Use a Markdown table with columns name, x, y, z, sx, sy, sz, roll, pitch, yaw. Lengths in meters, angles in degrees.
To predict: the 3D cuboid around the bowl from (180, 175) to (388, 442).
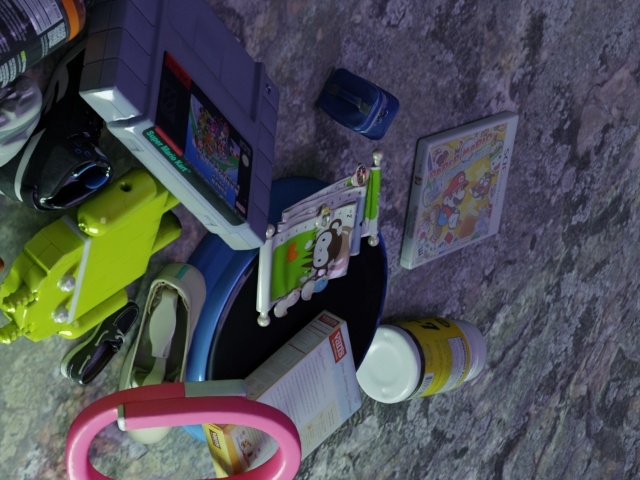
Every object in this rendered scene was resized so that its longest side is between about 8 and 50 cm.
| name | x | y | z | sx | sy | sz | roll | pitch | yaw |
| --- | --- | --- | --- | --- | --- | --- | --- | --- | --- |
| bowl | -0.051 | 0.107 | 2.059 | 0.391 | 0.077 | 0.391 | -30 | 133 | -38 |

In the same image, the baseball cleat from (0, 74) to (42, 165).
| name | x | y | z | sx | sy | sz | roll | pitch | yaw |
| --- | --- | --- | --- | --- | --- | --- | --- | --- | --- |
| baseball cleat | -0.368 | -0.090 | 1.534 | 0.206 | 0.072 | 0.109 | -27 | 157 | -20 |

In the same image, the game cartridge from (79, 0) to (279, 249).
| name | x | y | z | sx | sy | sz | roll | pitch | yaw |
| --- | --- | --- | --- | --- | --- | --- | --- | --- | --- |
| game cartridge | -0.142 | -0.161 | 1.692 | 0.355 | 0.068 | 0.230 | 48 | 35 | -53 |

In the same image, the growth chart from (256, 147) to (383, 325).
| name | x | y | z | sx | sy | sz | roll | pitch | yaw |
| --- | --- | --- | --- | --- | --- | --- | --- | --- | --- |
| growth chart | 0.000 | 0.000 | 1.971 | 0.237 | 0.021 | 0.172 | -34 | 136 | -34 |

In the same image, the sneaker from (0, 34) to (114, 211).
| name | x | y | z | sx | sy | sz | roll | pitch | yaw |
| --- | --- | --- | --- | --- | --- | --- | --- | --- | --- |
| sneaker | -0.246 | -0.119 | 1.625 | 0.217 | 0.121 | 0.079 | -55 | 145 | -11 |

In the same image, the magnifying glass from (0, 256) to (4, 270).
| name | x | y | z | sx | sy | sz | roll | pitch | yaw |
| --- | --- | --- | --- | --- | --- | --- | --- | --- | --- |
| magnifying glass | -0.415 | 0.088 | 1.587 | 0.231 | 0.092 | 0.026 | -46 | 139 | -39 |

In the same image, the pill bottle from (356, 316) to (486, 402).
| name | x | y | z | sx | sy | sz | roll | pitch | yaw |
| --- | --- | --- | --- | --- | --- | --- | --- | --- | --- |
| pill bottle | 0.157 | 0.178 | 2.332 | 0.208 | 0.119 | 0.119 | -4 | 115 | -51 |

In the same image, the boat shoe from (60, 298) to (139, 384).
| name | x | y | z | sx | sy | sz | roll | pitch | yaw |
| --- | --- | --- | --- | --- | --- | --- | --- | --- | --- |
| boat shoe | -0.258 | 0.123 | 1.837 | 0.125 | 0.038 | 0.046 | -45 | 140 | -24 |

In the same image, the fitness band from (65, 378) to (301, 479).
| name | x | y | z | sx | sy | sz | roll | pitch | yaw |
| --- | --- | --- | --- | --- | --- | --- | --- | --- | --- |
| fitness band | -0.168 | 0.264 | 1.884 | 0.290 | 0.054 | 0.209 | -3 | 131 | -7 |

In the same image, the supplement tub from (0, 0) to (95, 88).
| name | x | y | z | sx | sy | sz | roll | pitch | yaw |
| --- | --- | --- | --- | --- | --- | --- | --- | --- | --- |
| supplement tub | -0.305 | -0.220 | 1.500 | 0.198 | 0.106 | 0.106 | -41 | 139 | -29 |

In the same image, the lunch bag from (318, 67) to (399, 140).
| name | x | y | z | sx | sy | sz | roll | pitch | yaw |
| --- | --- | --- | --- | --- | --- | --- | --- | --- | --- |
| lunch bag | 0.050 | -0.176 | 1.985 | 0.065 | 0.098 | 0.067 | 19 | 102 | -52 |

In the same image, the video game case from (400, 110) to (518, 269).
| name | x | y | z | sx | sy | sz | roll | pitch | yaw |
| --- | --- | --- | --- | --- | --- | --- | --- | --- | --- |
| video game case | 0.213 | -0.078 | 2.318 | 0.227 | 0.026 | 0.206 | -20 | 127 | -44 |

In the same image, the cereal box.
| name | x | y | z | sx | sy | sz | roll | pitch | yaw |
| --- | --- | --- | --- | --- | --- | --- | --- | --- | --- |
| cereal box | -0.047 | 0.227 | 2.032 | 0.240 | 0.047 | 0.173 | -40 | 138 | -30 |

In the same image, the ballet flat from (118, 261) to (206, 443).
| name | x | y | z | sx | sy | sz | roll | pitch | yaw |
| --- | --- | --- | --- | --- | --- | --- | --- | --- | --- |
| ballet flat | -0.201 | 0.147 | 1.877 | 0.086 | 0.086 | 0.248 | -6 | 113 | -50 |

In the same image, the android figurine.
| name | x | y | z | sx | sy | sz | roll | pitch | yaw |
| --- | --- | --- | --- | --- | --- | --- | --- | --- | --- |
| android figurine | -0.254 | 0.020 | 1.705 | 0.273 | 0.056 | 0.248 | -37 | 162 | -38 |
